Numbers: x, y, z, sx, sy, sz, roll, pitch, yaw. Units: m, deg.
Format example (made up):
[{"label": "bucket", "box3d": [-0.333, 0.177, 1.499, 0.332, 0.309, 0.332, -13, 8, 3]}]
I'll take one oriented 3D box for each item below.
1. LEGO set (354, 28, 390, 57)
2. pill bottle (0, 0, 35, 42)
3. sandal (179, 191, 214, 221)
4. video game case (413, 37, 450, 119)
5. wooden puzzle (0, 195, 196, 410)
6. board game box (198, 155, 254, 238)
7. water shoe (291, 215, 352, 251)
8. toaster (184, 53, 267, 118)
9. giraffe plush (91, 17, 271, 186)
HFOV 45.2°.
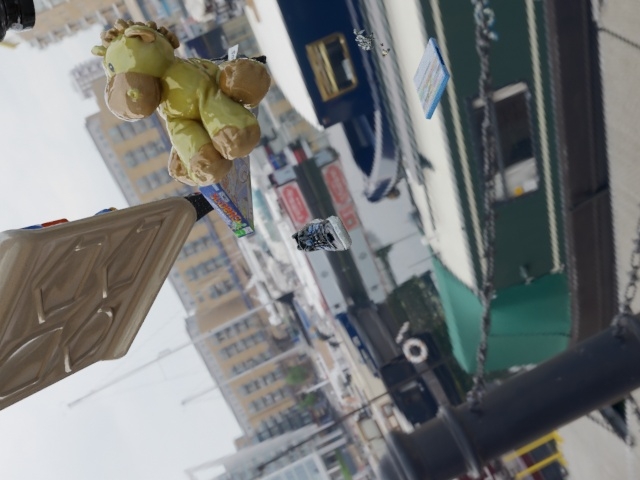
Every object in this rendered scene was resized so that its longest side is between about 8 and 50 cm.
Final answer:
[{"label": "LEGO set", "box3d": [0.098, -0.392, 1.540, 0.083, 0.023, 0.054, 28, 157, 11]}, {"label": "pill bottle", "box3d": [-0.554, -0.344, 1.157, 0.123, 0.219, 0.122, 31, 133, 40]}, {"label": "sandal", "box3d": [-0.273, -0.083, 1.738, 0.067, 0.179, 0.040, 69, 169, -13]}, {"label": "video game case", "box3d": [0.253, -0.373, 1.763, 0.166, 0.015, 0.119, -97, 21, -46]}, {"label": "wooden puzzle", "box3d": [-0.355, 0.079, 1.056, 0.080, 0.322, 0.348, 38, -157, 17]}, {"label": "board game box", "box3d": [-0.164, -0.120, 1.329, 0.136, 0.035, 0.201, 55, -161, -45]}, {"label": "water shoe", "box3d": [0.000, 0.000, 1.548, 0.072, 0.080, 0.203, 62, 166, -7]}, {"label": "toaster", "box3d": [-0.225, -0.333, 1.718, 0.129, 0.227, 0.146, 36, 133, 52]}, {"label": "giraffe plush", "box3d": [-0.176, -0.183, 0.899, 0.171, 0.181, 0.210, 22, -132, -36]}]
